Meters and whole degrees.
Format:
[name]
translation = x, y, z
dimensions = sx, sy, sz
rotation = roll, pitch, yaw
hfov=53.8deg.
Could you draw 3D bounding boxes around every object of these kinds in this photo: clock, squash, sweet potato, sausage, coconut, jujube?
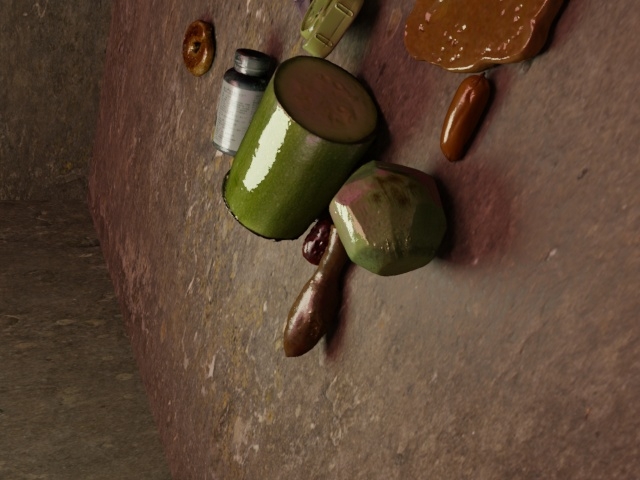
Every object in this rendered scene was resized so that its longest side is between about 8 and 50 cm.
[clock]
translation = 0.016, -0.523, 1.450
dimensions = 0.170, 0.069, 0.232
rotation = -53, 25, 23
[squash]
translation = -0.059, -0.194, 1.466
dimensions = 0.384, 0.263, 0.263
rotation = -53, 49, 47
[sweet potato]
translation = 0.000, 0.131, 1.550
dimensions = 0.109, 0.109, 0.385
rotation = 44, 117, 47
[sausage]
translation = 0.258, -0.224, 1.151
dimensions = 0.062, 0.054, 0.183
rotation = 60, 142, 41
[coconut]
translation = 0.131, -0.052, 1.225
dimensions = 0.204, 0.236, 0.236
rotation = 73, -178, -72
[jujube]
translation = 0.000, 0.000, 1.561
dimensions = 0.077, 0.077, 0.129
rotation = 54, 128, 42

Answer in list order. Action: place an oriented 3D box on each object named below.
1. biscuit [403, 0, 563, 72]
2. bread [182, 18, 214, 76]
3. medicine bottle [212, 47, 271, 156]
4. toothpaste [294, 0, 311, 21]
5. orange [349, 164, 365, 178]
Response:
[biscuit]
translation = 0.277, -0.448, 1.099
dimensions = 0.351, 0.057, 0.312
rotation = 0, 92, 56
[bread]
translation = -0.420, -0.668, 2.196
dimensions = 0.193, 0.064, 0.193
rotation = 4, 95, 51
[medicine bottle]
translation = -0.221, -0.397, 1.820
dimensions = 0.141, 0.141, 0.293
rotation = 49, 132, 45
[toothpaste]
translation = -0.060, -0.670, 1.633
dimensions = 0.075, 0.048, 0.301
rotation = -33, 67, 50
[orange]
translation = 0.100, -0.127, 1.389
dimensions = 0.085, 0.085, 0.085
rotation = 7, 98, 58
